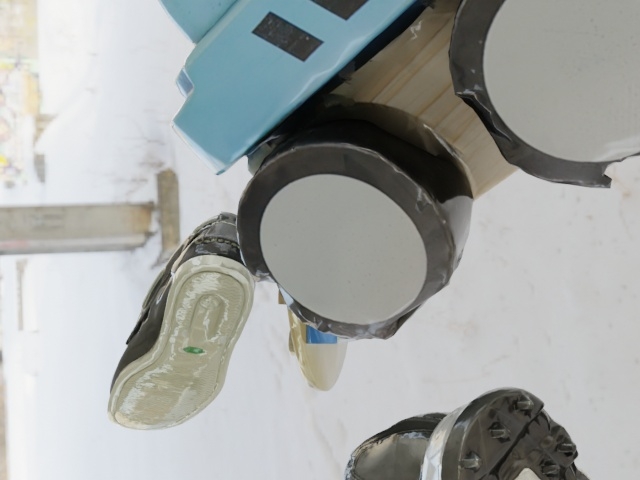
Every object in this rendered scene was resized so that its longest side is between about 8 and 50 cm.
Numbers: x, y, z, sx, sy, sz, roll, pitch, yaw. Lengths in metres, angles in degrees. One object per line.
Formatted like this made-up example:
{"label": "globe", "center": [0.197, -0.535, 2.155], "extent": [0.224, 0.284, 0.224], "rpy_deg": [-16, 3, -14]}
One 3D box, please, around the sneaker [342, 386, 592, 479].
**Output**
{"label": "sneaker", "center": [0.081, 0.162, 0.349], "extent": [0.106, 0.078, 0.234], "rpy_deg": [-16, 105, 53]}

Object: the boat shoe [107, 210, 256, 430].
{"label": "boat shoe", "center": [-0.113, 0.076, 0.730], "extent": [0.079, 0.084, 0.233], "rpy_deg": [-97, 30, -47]}

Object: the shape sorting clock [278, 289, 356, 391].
{"label": "shape sorting clock", "center": [0.000, 0.000, 0.618], "extent": [0.206, 0.040, 0.206], "rpy_deg": [0, -90, -82]}

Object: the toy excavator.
{"label": "toy excavator", "center": [0.018, -0.239, 0.380], "extent": [0.433, 0.445, 0.222], "rpy_deg": [-38, 11, 36]}
